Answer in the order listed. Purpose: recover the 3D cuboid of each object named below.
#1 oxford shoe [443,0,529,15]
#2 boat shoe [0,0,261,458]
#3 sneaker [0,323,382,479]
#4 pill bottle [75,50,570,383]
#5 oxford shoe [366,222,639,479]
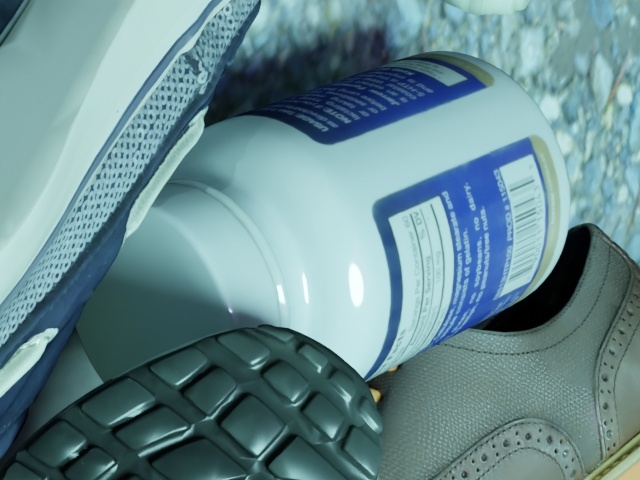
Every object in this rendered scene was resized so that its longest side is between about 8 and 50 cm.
[{"bbox_3d":[0.046,-0.303,0.667,0.169,0.130,0.449,-52,143,-81],"label":"oxford shoe"},{"bbox_3d":[-0.093,-0.058,0.631,0.340,0.127,0.158,-58,174,-40],"label":"boat shoe"},{"bbox_3d":[-0.093,0.141,0.663,0.107,0.124,0.283,40,85,-4],"label":"sneaker"},{"bbox_3d":[0.000,0.000,0.747,0.186,0.112,0.112,-22,119,-45],"label":"pill bottle"},{"bbox_3d":[0.023,0.115,0.836,0.363,0.130,0.133,-32,97,-36],"label":"oxford shoe"}]
